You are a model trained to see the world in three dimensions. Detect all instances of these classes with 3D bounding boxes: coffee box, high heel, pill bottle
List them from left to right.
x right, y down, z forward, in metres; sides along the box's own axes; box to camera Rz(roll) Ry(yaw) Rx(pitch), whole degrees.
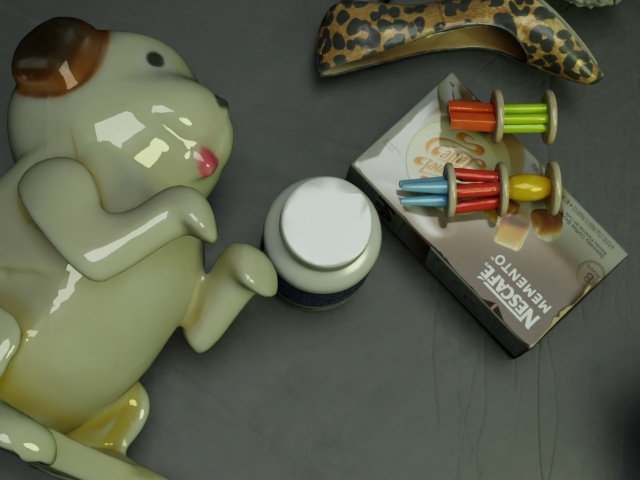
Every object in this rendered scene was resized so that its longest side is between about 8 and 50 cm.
[{"bbox_3d":[0.000,0.000,1.707,0.112,0.187,0.112,1,80,-4],"label":"pill bottle"},{"bbox_3d":[0.131,-0.178,1.794,0.261,0.093,0.186,35,76,16],"label":"high heel"},{"bbox_3d":[0.158,-0.021,1.766,0.141,0.098,0.246,-42,85,-10],"label":"coffee box"}]

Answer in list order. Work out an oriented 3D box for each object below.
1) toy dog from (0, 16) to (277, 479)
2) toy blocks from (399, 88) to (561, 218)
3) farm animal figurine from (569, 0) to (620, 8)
[{"bbox_3d":[-0.221,0.005,1.674,0.395,0.284,0.408,12,76,43],"label":"toy dog"},{"bbox_3d":[0.146,-0.082,1.699,0.148,0.054,0.123,-1,78,-6],"label":"toy blocks"},{"bbox_3d":[0.412,-0.327,1.762,0.326,0.172,0.330,29,95,4],"label":"farm animal figurine"}]
